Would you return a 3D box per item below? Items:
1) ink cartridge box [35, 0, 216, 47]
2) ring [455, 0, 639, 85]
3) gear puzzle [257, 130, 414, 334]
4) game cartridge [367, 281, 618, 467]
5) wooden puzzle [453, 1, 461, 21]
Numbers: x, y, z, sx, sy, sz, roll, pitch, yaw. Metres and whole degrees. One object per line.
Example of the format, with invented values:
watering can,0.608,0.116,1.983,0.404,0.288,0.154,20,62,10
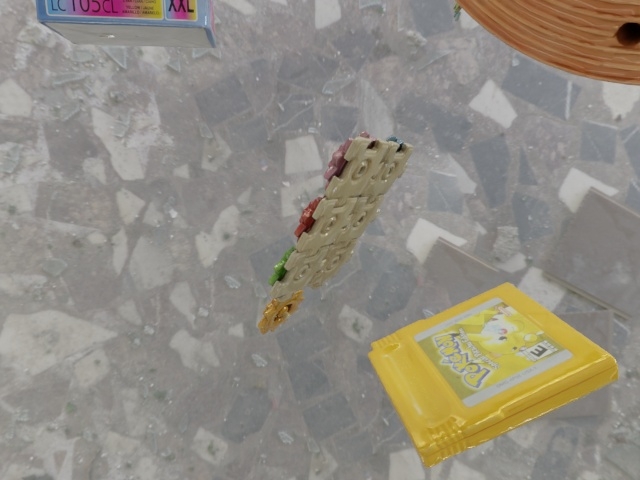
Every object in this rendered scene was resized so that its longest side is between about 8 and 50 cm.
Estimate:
ink cartridge box,-0.326,-0.548,0.757,0.270,0.151,0.394,-2,98,-9
ring,0.146,-0.217,0.164,0.032,0.337,0.336,-40,95,-21
gear puzzle,0.000,0.000,0.625,0.044,0.176,0.338,41,117,22
game cartridge,0.264,0.206,0.782,0.324,0.285,0.052,-22,112,-4
wooden puzzle,0.172,-0.303,0.536,0.006,0.049,0.083,14,87,-3
